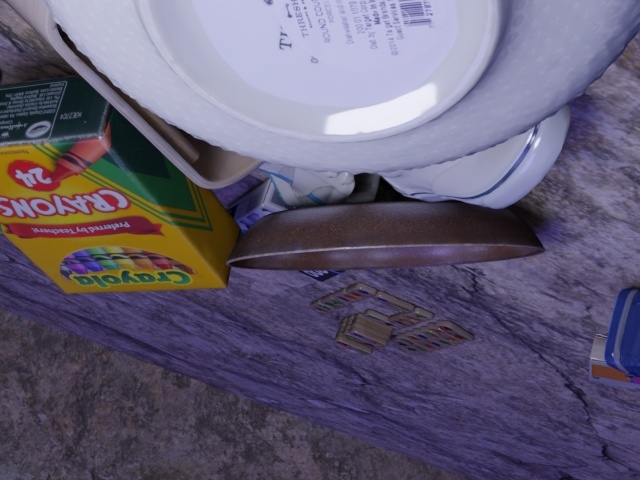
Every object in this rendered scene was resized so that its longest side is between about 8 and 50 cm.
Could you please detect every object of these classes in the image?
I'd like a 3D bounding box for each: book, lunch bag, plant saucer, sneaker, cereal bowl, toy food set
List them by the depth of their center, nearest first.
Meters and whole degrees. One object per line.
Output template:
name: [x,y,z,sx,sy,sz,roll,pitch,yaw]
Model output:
cereal bowl: [0.005,-0.151,0.627,0.338,0.141,0.339,6,138,5]
toy food set: [-0.172,-0.179,1.042,0.220,0.092,0.306,43,177,32]
sneaker: [0.103,-0.077,1.096,0.091,0.094,0.258,21,166,-21]
sneaker: [-0.013,-0.090,1.240,0.092,0.087,0.228,5,167,21]
plant saucer: [0.062,-0.003,1.321,0.310,0.050,0.310,-1,176,0]
lunch bag: [0.340,0.101,1.414,0.067,0.098,0.065,24,168,-36]
book: [0.387,0.162,1.694,0.096,0.035,0.144,13,164,14]

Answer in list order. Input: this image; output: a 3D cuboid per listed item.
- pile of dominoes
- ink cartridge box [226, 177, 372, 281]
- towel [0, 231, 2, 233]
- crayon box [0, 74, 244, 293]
pile of dominoes: [0.095,0.130,1.927,0.196,0.040,0.251,23,165,-12]
ink cartridge box: [0.000,0.000,1.589,0.208,0.045,0.206,22,164,-14]
towel: [-0.395,-0.049,1.745,0.316,0.053,0.332,5,170,-12]
crayon box: [-0.215,-0.033,1.345,0.202,0.081,0.318,-4,147,24]
